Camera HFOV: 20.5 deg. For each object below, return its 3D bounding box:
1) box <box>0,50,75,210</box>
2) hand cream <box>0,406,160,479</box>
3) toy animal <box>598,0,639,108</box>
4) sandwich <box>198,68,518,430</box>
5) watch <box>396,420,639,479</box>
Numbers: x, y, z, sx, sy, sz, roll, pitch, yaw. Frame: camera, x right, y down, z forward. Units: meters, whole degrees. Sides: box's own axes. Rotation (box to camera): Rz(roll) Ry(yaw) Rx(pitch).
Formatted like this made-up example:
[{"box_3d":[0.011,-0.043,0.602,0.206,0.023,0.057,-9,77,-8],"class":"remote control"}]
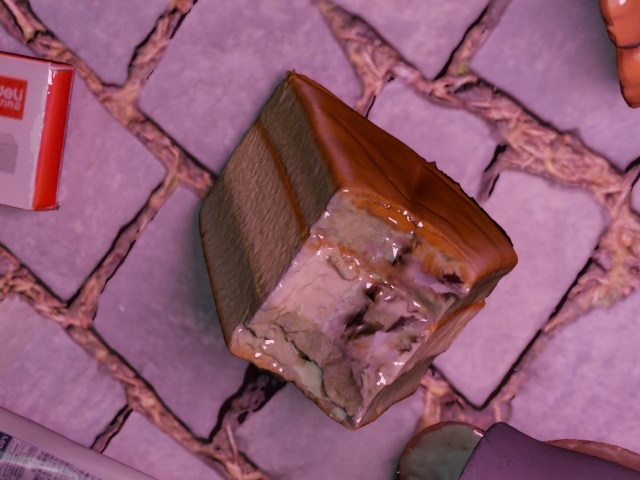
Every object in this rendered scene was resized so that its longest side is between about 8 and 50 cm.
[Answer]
[{"box_3d":[-0.314,-0.102,1.424,0.229,0.050,0.123,12,99,17],"class":"box"},{"box_3d":[-0.183,0.217,1.414,0.341,0.078,0.124,27,102,6],"class":"hand cream"},{"box_3d":[0.349,-0.183,1.127,0.338,0.216,0.191,-1,68,16],"class":"toy animal"},{"box_3d":[0.000,0.000,1.252,0.227,0.198,0.155,39,106,10],"class":"sandwich"},{"box_3d":[0.146,0.298,1.166,0.314,0.327,0.335,18,101,16],"class":"watch"}]
